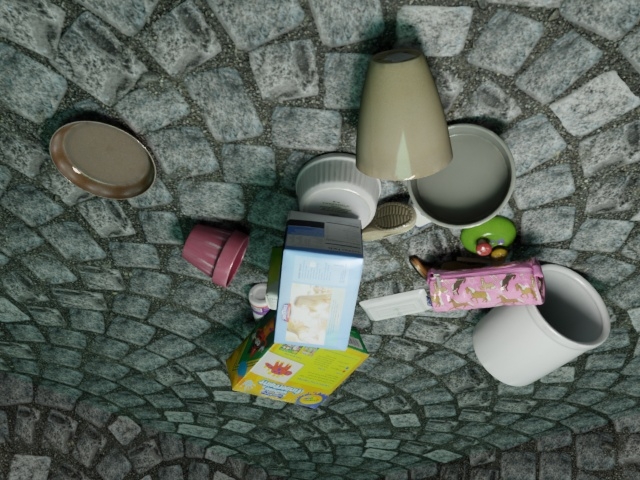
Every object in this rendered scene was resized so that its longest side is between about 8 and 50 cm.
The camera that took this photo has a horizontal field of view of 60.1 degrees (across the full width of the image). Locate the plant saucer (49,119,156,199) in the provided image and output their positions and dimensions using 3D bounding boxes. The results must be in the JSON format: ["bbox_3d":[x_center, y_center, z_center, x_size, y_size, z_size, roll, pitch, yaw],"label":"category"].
[{"bbox_3d":[-0.651,-0.249,1.677,0.311,0.050,0.310,3,140,2],"label":"plant saucer"}]

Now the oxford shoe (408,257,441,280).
[{"bbox_3d":[0.403,0.115,2.025,0.212,0.076,0.076,38,99,-30],"label":"oxford shoe"}]

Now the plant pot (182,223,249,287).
[{"bbox_3d":[-0.364,0.037,1.894,0.180,0.201,0.201,24,137,-1],"label":"plant pot"}]

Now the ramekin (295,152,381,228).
[{"bbox_3d":[0.053,-0.129,1.706,0.273,0.127,0.272,3,140,2],"label":"ramekin"}]

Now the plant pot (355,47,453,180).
[{"bbox_3d":[0.203,-0.332,1.401,0.257,0.256,0.273,-4,122,8],"label":"plant pot"}]

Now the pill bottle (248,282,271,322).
[{"bbox_3d":[-0.221,0.265,2.198,0.108,0.108,0.193,0,140,4],"label":"pill bottle"}]

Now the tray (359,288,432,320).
[{"bbox_3d":[0.305,0.269,2.225,0.271,0.030,0.145,-15,137,20],"label":"tray"}]

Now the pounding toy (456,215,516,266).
[{"bbox_3d":[0.568,0.032,1.870,0.183,0.110,0.236,2,139,2],"label":"pounding toy"}]

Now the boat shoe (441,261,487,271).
[{"bbox_3d":[0.521,0.114,2.007,0.170,0.062,0.059,6,164,5],"label":"boat shoe"}]

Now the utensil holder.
[{"bbox_3d":[0.790,0.322,2.035,0.328,0.327,0.385,15,141,-13],"label":"utensil holder"}]

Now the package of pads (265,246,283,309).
[{"bbox_3d":[-0.036,0.134,1.941,0.297,0.229,0.101,-1,139,6],"label":"package of pads"}]

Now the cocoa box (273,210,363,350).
[{"bbox_3d":[-0.008,0.122,1.661,0.232,0.228,0.346,7,121,-3],"label":"cocoa box"}]

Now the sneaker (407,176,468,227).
[{"bbox_3d":[0.356,-0.119,1.695,0.112,0.130,0.296,14,140,-15],"label":"sneaker"}]

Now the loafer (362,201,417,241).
[{"bbox_3d":[0.203,-0.056,1.805,0.269,0.101,0.092,-10,160,37],"label":"loafer"}]

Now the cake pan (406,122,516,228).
[{"bbox_3d":[0.391,-0.177,1.544,0.294,0.292,0.054,-14,173,20],"label":"cake pan"}]

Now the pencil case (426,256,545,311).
[{"bbox_3d":[0.552,0.151,1.854,0.387,0.159,0.167,-8,180,29],"label":"pencil case"}]

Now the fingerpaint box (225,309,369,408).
[{"bbox_3d":[-0.093,0.475,2.248,0.445,0.163,0.371,25,115,-36],"label":"fingerpaint box"}]
